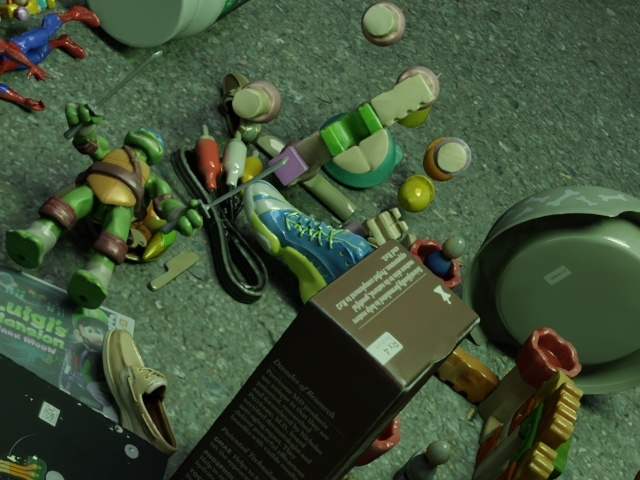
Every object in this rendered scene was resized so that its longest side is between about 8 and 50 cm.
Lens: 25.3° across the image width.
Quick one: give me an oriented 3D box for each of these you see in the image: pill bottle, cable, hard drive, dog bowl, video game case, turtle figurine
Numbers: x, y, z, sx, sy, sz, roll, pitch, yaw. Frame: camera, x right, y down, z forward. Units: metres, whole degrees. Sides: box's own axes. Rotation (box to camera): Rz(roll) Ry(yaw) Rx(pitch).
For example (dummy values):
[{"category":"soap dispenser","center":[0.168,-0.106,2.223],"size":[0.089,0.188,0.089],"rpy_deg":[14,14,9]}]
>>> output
[{"category":"pill bottle","center":[-0.209,-0.435,2.242],"size":[0.204,0.204,0.361],"rpy_deg":[40,34,1]},{"category":"cable","center":[-0.132,-0.049,1.974],"size":[0.139,0.072,0.287],"rpy_deg":[23,36,-31]},{"category":"hard drive","center":[-0.325,0.231,1.438],"size":[0.339,0.064,0.237],"rpy_deg":[35,33,-19]},{"category":"dog bowl","center":[0.386,0.068,2.111],"size":[0.349,0.349,0.102],"rpy_deg":[31,37,-12]},{"category":"video game case","center":[-0.309,0.120,1.651],"size":[0.190,0.022,0.173],"rpy_deg":[25,35,-20]},{"category":"turtle figurine","center":[-0.239,-0.070,1.710],"size":[0.198,0.275,0.266],"rpy_deg":[56,48,-32]}]

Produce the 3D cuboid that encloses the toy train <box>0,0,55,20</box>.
[{"category":"toy train","center":[-0.443,-0.330,1.977],"size":[0.125,0.046,0.166],"rpy_deg":[-1,19,21]}]

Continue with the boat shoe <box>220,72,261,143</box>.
[{"category":"boat shoe","center":[-0.128,-0.210,2.192],"size":[0.045,0.050,0.135],"rpy_deg":[16,40,-40]}]

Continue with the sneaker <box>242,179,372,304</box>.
[{"category":"sneaker","center":[0.000,0.000,1.953],"size":[0.240,0.126,0.091],"rpy_deg":[55,29,-7]}]

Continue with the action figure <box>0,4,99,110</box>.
[{"category":"action figure","center":[-0.380,-0.237,1.939],"size":[0.139,0.091,0.280],"rpy_deg":[38,32,14]}]

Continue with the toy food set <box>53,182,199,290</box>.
[{"category":"toy food set","center":[-0.248,-0.027,1.869],"size":[0.192,0.038,0.132],"rpy_deg":[41,33,3]}]

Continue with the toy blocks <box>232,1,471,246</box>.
[{"category":"toy blocks","center":[0.062,-0.156,2.110],"size":[0.309,0.288,0.260],"rpy_deg":[59,8,-2]}]

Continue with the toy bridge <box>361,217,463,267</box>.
[{"category":"toy bridge","center":[0.141,0.019,2.205],"size":[0.188,0.026,0.063],"rpy_deg":[18,40,-29]}]

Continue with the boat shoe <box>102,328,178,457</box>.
[{"category":"boat shoe","center":[-0.200,0.174,1.625],"size":[0.063,0.059,0.170],"rpy_deg":[20,48,-63]}]

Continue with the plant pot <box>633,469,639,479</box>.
[{"category":"plant pot","center":[0.506,0.444,1.865],"size":[0.275,0.275,0.243],"rpy_deg":[40,42,1]}]

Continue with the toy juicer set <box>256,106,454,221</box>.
[{"category":"toy juicer set","center":[0.076,-0.116,2.258],"size":[0.329,0.089,0.209],"rpy_deg":[-24,75,-27]}]

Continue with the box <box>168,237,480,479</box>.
[{"category":"box","center":[-0.015,0.193,1.521],"size":[0.143,0.381,0.191],"rpy_deg":[44,34,8]}]

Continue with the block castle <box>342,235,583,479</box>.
[{"category":"block castle","center":[0.172,0.211,1.838],"size":[0.303,0.213,0.453],"rpy_deg":[37,33,-4]}]
